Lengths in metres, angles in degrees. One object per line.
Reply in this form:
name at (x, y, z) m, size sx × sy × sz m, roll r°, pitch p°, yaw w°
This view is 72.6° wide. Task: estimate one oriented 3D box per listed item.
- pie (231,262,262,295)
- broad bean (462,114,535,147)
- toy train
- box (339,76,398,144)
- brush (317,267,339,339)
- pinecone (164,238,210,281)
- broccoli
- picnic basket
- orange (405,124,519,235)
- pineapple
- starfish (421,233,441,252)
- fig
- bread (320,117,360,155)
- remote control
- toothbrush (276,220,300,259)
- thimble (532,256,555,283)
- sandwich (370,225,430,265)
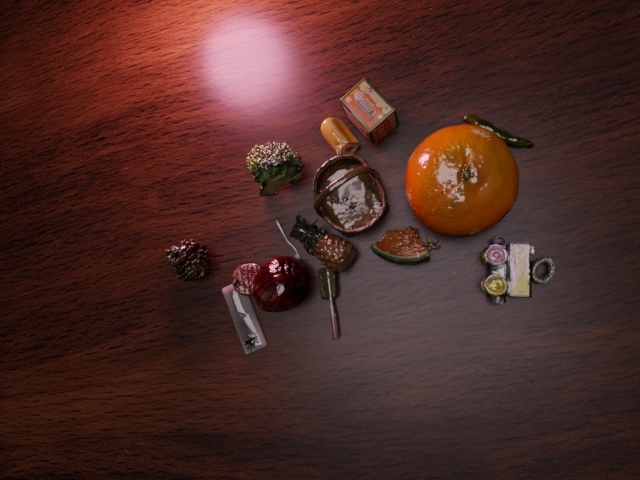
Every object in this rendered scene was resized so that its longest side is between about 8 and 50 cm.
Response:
pie at (-0.315, 0.171, 1.915) m, size 0.154 × 0.038 × 0.153 m, roll 2°, pitch 73°, yaw -8°
broad bean at (0.707, -0.428, 1.743) m, size 0.298 × 0.043 × 0.060 m, roll 31°, pitch 81°, yaw 14°
toy train at (0.701, 0.116, 1.643) m, size 0.178 × 0.134 × 0.260 m, roll 2°, pitch 85°, yaw 14°
box at (0.203, -0.528, 1.805) m, size 0.148 × 0.177 × 0.194 m, roll -40°, pitch 77°, yaw 8°
brush at (0.044, 0.263, 1.823) m, size 0.084 × 0.071 × 0.300 m, roll -8°, pitch 83°, yaw 10°
pinecone at (-0.588, 0.080, 1.947) m, size 0.184 × 0.179 × 0.204 m, roll -29°, pitch 60°, yaw -13°
broccoli at (-0.207, -0.328, 1.880) m, size 0.243 × 0.273 × 0.180 m, roll -3°, pitch 71°, yaw -28°
picnic basket at (0.103, -0.192, 1.727) m, size 0.293 × 0.337 × 0.337 m, roll -36°, pitch 78°, yaw 9°
orange at (0.520, -0.225, 1.622) m, size 0.425 × 0.326 × 0.423 m, roll -1°, pitch 86°, yaw 15°
pineapple at (0.000, 0.000, 1.819) m, size 0.310 × 0.141 × 0.170 m, roll 34°, pitch 131°, yaw 26°
starfish at (0.443, 0.015, 1.771) m, size 0.091 × 0.028 × 0.078 m, roll 13°, pitch 86°, yaw 18°
fig at (-0.168, 0.192, 1.813) m, size 0.263 × 0.224 × 0.224 m, roll -42°, pitch 77°, yaw 8°
bread at (0.077, -0.438, 1.859) m, size 0.085 × 0.134 × 0.173 m, roll -46°, pitch 69°, yaw 38°
remote control at (-0.342, 0.338, 1.916) m, size 0.110 × 0.055 × 0.312 m, roll -25°, pitch 79°, yaw 10°
toothbrush at (-0.143, -0.003, 1.922) m, size 0.022 × 0.017 × 0.204 m, roll -29°, pitch 78°, yaw -10°
thimble at (0.840, 0.112, 1.646) m, size 0.085 × 0.062 × 0.109 m, roll 33°, pitch 93°, yaw 14°
sandwich at (0.323, 0.032, 1.769) m, size 0.235 × 0.079 × 0.159 m, roll -7°, pitch 65°, yaw 19°
